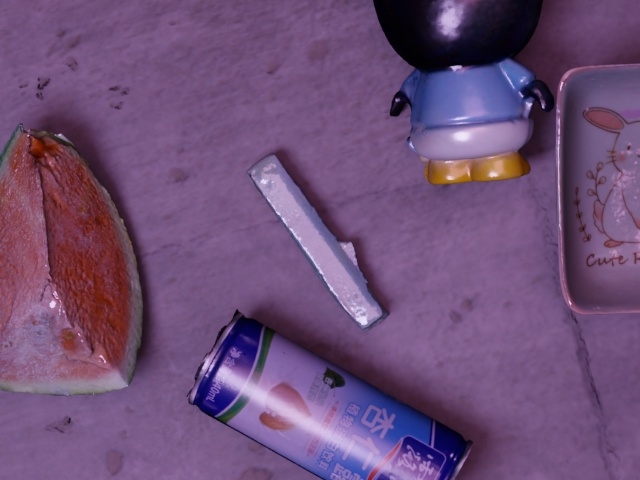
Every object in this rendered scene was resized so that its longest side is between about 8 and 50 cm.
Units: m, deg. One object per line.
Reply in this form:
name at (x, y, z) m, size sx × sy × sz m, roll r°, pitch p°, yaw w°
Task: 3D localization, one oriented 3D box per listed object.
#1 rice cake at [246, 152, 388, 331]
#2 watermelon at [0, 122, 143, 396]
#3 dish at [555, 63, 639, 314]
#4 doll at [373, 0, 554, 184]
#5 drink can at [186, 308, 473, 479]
rice cake at (0.000, 0.000, 1.596) m, size 0.042 × 0.030 × 0.180 m, roll -36°, pitch 85°, yaw -3°
watermelon at (-0.254, 0.031, 1.583) m, size 0.146 × 0.128 × 0.231 m, roll -20°, pitch 68°, yaw 28°
dish at (0.274, -0.046, 1.548) m, size 0.151 × 0.077 × 0.212 m, roll -3°, pitch 95°, yaw -2°
doll at (0.122, -0.207, 1.559) m, size 0.177 × 0.141 × 0.314 m, roll -1°, pitch 97°, yaw 33°
drink can at (0.007, 0.156, 1.550) m, size 0.235 × 0.097 × 0.097 m, roll 29°, pitch 87°, yaw 6°
